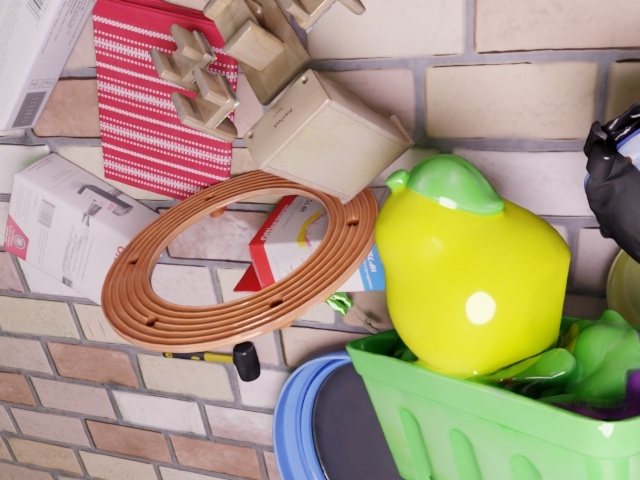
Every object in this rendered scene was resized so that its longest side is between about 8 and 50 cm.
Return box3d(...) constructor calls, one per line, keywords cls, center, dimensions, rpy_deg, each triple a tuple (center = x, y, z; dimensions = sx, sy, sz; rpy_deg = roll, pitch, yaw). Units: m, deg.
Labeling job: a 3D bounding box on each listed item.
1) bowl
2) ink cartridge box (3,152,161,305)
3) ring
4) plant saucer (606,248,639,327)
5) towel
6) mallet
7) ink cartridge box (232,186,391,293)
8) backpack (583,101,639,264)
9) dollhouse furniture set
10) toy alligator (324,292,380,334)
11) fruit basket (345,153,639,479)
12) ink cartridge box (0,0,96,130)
box3d(cls="bowl", center=(0.095, 0.341, 0.955), dimensions=(0.390, 0.077, 0.392), rpy_deg=(14, 112, 36))
box3d(cls="ink cartridge box", center=(-0.357, -0.008, 0.985), dimensions=(0.217, 0.092, 0.159), rpy_deg=(31, 126, 2))
box3d(cls="ring", center=(-0.092, 0.012, 0.749), dimensions=(0.336, 0.337, 0.032), rpy_deg=(-4, 125, 23))
box3d(cls="plant saucer", center=(0.462, 0.052, 0.745), dimensions=(0.240, 0.037, 0.241), rpy_deg=(10, 123, 16))
box3d(cls="towel", center=(-0.206, -0.180, 0.861), dimensions=(0.198, 0.031, 0.275), rpy_deg=(16, 126, 8))
box3d(cls="mallet", center=(-0.185, 0.206, 1.088), dimensions=(0.189, 0.039, 0.063), rpy_deg=(-6, 114, 28))
box3d(cls="ink cartridge box", center=(0.000, 0.000, 0.828), dimensions=(0.230, 0.134, 0.078), rpy_deg=(-4, 120, 22))
box3d(cls="backpack", center=(0.388, -0.066, 0.559), dimensions=(0.263, 0.276, 0.213), rpy_deg=(-46, 66, 13))
box3d(cls="dollhouse furniture set", center=(-0.030, -0.178, 0.705), dimensions=(0.212, 0.161, 0.242), rpy_deg=(-40, 61, 23))
box3d(cls="toy alligator", center=(0.013, 0.067, 0.919), dimensions=(0.189, 0.056, 0.051), rpy_deg=(30, 85, 2))
box3d(cls="fruit basket", center=(0.193, 0.090, 0.640), dimensions=(0.392, 0.282, 0.393), rpy_deg=(25, 119, 56))
box3d(cls="ink cartridge box", center=(-0.415, -0.322, 0.838), dimensions=(0.239, 0.060, 0.275), rpy_deg=(53, 126, 10))
